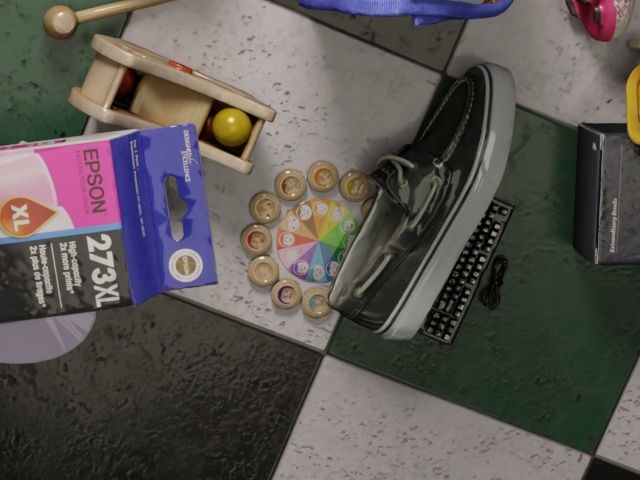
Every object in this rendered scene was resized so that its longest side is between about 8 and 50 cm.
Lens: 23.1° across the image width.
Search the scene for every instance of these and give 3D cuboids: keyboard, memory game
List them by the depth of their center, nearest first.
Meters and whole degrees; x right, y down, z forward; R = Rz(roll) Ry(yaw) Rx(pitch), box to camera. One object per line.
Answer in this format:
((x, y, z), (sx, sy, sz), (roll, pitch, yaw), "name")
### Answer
((0.000, 0.000, 1.803), (0.186, 0.012, 0.186), (-1, 101, -5), "memory game")
((0.170, 0.034, 1.822), (0.108, 0.023, 0.180), (22, 99, -9), "keyboard")

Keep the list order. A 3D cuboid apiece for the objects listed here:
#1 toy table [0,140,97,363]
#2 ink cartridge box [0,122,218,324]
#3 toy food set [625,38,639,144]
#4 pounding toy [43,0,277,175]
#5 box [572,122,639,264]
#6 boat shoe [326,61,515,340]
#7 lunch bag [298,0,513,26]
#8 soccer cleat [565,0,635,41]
((-0.370, 0.020, 1.696), (0.274, 0.161, 0.252), (37, 96, -10), "toy table")
((-0.298, -0.009, 1.586), (0.371, 0.069, 0.175), (-8, 101, -5), "ink cartridge box")
((0.404, -0.171, 1.714), (0.128, 0.217, 0.071), (5, 141, -1), "toy food set")
((-0.171, -0.189, 1.678), (0.270, 0.154, 0.154), (23, 98, -10), "pounding toy")
((0.400, -0.055, 1.783), (0.207, 0.108, 0.153), (1, 101, -5), "box")
((0.110, -0.049, 1.739), (0.119, 0.121, 0.335), (20, 97, -21), "boat shoe")
((0.084, -0.380, 1.536), (0.239, 0.385, 0.327), (2, 100, 5), "lunch bag")
((0.327, -0.387, 1.710), (0.143, 0.116, 0.331), (-15, 105, -12), "soccer cleat")
